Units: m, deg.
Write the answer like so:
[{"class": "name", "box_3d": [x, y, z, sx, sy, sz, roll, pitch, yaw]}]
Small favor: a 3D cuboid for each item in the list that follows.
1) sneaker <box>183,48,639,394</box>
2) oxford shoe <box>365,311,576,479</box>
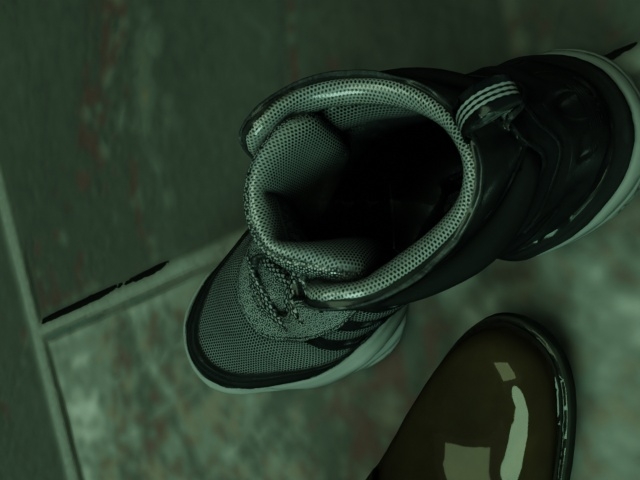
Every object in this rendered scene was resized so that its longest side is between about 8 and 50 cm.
[{"class": "sneaker", "box_3d": [0.000, 0.000, 0.425, 0.269, 0.153, 0.101, -33, 74, 32]}, {"class": "oxford shoe", "box_3d": [0.043, 0.137, 0.439, 0.083, 0.096, 0.227, 32, 108, 32]}]
